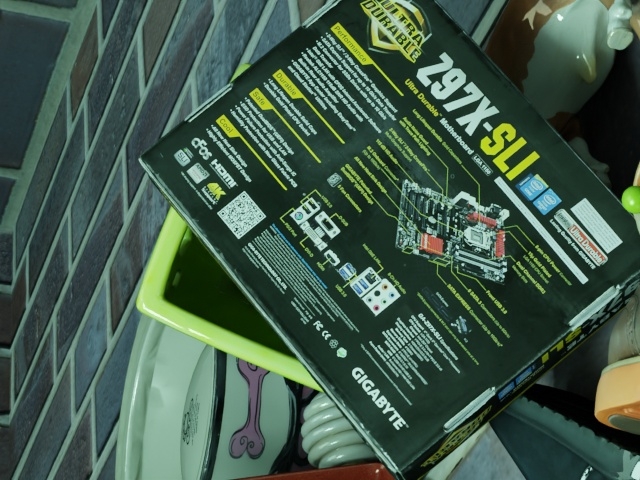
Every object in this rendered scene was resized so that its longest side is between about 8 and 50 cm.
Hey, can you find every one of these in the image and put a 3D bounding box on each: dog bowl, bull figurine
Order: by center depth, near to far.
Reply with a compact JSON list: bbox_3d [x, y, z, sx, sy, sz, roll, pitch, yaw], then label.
[{"bbox_3d":[0.190,-0.131,1.421,0.188,0.101,0.310,-111,29,-43],"label":"bull figurine"},{"bbox_3d":[-0.119,0.218,2.046,0.408,0.150,0.408,-171,90,-70],"label":"dog bowl"}]

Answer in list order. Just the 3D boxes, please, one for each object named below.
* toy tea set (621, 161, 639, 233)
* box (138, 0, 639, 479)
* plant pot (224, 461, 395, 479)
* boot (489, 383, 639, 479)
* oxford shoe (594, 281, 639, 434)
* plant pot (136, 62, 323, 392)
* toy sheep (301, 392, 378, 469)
[{"bbox_3d":[0.268,-0.158,1.176,0.200,0.124,0.336,-176,95,-70],"label":"toy tea set"},{"bbox_3d":[0.058,-0.018,1.308,0.322,0.257,0.079,49,174,17],"label":"box"},{"bbox_3d":[-0.013,0.355,1.559,0.267,0.267,0.236,-161,68,-70],"label":"plant pot"},{"bbox_3d":[0.175,0.227,1.302,0.246,0.094,0.207,29,105,63],"label":"boot"},{"bbox_3d":[0.278,0.033,1.068,0.363,0.130,0.133,148,135,-65],"label":"oxford shoe"},{"bbox_3d":[-0.009,0.006,1.482,0.207,0.228,0.227,108,-174,-83],"label":"plant pot"},{"bbox_3d":[0.020,0.196,1.766,0.091,0.091,0.132,-54,51,52],"label":"toy sheep"}]
